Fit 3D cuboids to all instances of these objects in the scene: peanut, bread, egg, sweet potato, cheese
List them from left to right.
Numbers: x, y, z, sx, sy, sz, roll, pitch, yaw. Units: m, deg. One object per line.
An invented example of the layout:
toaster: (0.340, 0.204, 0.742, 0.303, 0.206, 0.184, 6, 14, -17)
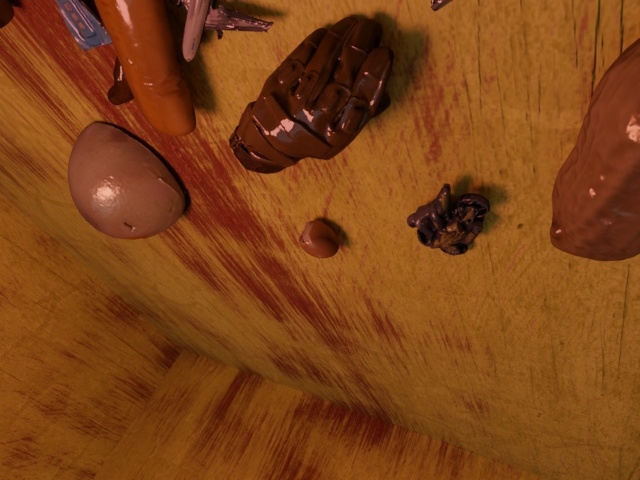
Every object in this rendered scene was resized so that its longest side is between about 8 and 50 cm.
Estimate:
cheese: (-0.464, -0.453, 0.697, 0.135, 0.052, 0.245, 8, 142, 33)
egg: (-0.545, -0.127, 1.082, 0.336, 0.201, 0.337, 19, 146, 14)
sweet potato: (-0.409, -0.317, 0.845, 0.053, 0.053, 0.182, 3, 168, -35)
bread: (-0.295, -0.318, 0.684, 0.142, 0.091, 0.305, 42, 154, 25)
egg: (0.000, 0.000, 0.921, 0.096, 0.080, 0.080, 24, 150, -16)
peanut: (0.358, -0.081, 0.457, 0.152, 0.152, 0.313, 17, 145, 20)

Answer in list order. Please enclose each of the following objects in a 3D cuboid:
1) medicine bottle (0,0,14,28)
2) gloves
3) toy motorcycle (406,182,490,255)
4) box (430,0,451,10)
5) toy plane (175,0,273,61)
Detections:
medicine bottle: (-0.686, -0.531, 0.678, 0.151, 0.151, 0.323, 22, 147, 13)
gloves: (-0.023, -0.191, 0.615, 0.154, 0.141, 0.331, 45, 145, -20)
toy motorcycle: (0.216, -0.032, 0.714, 0.124, 0.061, 0.193, 15, 154, 12)
box: (0.152, -0.292, 0.391, 0.122, 0.084, 0.069, -14, 120, 47)
toy plane: (-0.173, -0.353, 0.590, 0.226, 0.058, 0.226, 37, 152, -5)
